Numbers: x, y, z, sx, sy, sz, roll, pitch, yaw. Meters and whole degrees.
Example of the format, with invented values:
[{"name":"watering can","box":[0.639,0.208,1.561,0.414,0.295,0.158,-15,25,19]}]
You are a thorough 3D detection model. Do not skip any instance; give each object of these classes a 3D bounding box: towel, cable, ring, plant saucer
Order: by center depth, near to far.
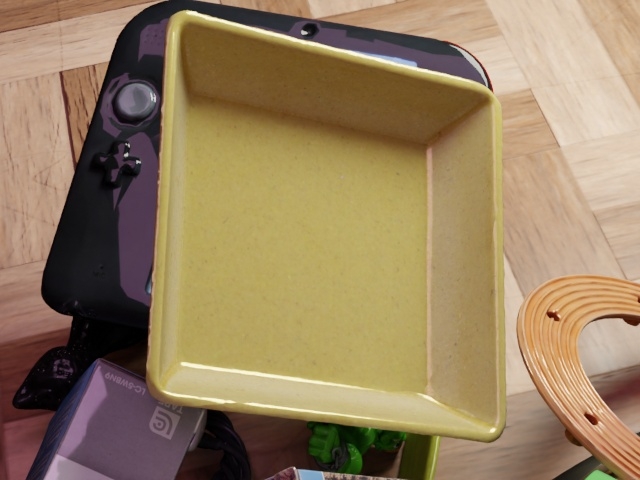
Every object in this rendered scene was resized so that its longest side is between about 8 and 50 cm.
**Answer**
[{"name":"plant saucer","box":[0.000,0.000,1.304,0.332,0.081,0.333,10,70,-25]},{"name":"ring","box":[0.325,0.150,1.379,0.336,0.032,0.337,20,32,-13]},{"name":"towel","box":[0.089,0.233,1.380,0.021,0.102,0.237,20,47,-6]},{"name":"cable","box":[-0.139,0.232,1.451,0.150,0.047,0.184,-15,41,-14]}]

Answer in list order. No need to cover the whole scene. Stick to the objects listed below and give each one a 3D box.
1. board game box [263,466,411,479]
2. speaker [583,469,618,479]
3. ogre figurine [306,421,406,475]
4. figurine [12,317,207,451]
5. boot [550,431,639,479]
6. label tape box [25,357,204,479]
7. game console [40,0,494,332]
[{"name":"board game box","box":[0.003,0.280,1.117,0.232,0.291,0.141,-29,62,32]},{"name":"speaker","box":[0.293,0.321,1.194,0.296,0.131,0.131,42,61,15]},{"name":"ogre figurine","box":[0.034,0.154,1.449,0.096,0.118,0.197,-1,47,1]},{"name":"figurine","box":[-0.169,0.117,1.507,0.214,0.092,0.209,12,41,22]},{"name":"boot","box":[0.229,0.270,1.347,0.305,0.112,0.115,-33,81,-29]},{"name":"label tape box","box":[-0.228,0.289,1.242,0.105,0.240,0.334,26,65,-8]},{"name":"game console","box":[-0.046,-0.058,1.457,0.386,0.060,0.342,11,68,12]}]
